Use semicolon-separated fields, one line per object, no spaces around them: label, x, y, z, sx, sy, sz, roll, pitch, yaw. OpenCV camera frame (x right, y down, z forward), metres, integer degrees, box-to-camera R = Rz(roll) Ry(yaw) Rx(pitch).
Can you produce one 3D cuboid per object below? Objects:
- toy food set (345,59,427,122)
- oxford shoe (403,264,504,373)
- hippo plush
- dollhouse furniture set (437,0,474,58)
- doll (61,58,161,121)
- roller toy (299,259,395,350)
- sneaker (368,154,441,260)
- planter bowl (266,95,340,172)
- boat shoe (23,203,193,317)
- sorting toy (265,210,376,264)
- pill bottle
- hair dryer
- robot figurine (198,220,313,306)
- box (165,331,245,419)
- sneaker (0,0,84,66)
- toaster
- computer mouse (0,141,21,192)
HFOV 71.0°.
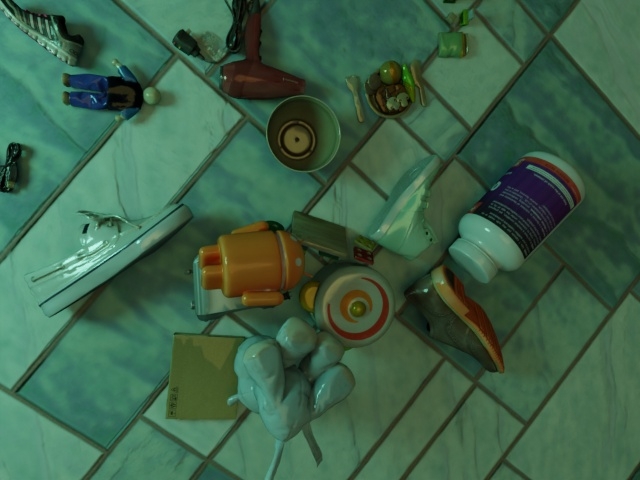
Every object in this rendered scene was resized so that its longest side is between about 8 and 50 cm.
toy food set;0.168;-0.361;1.078;0.192;0.038;0.132;-18;99;-10
oxford shoe;0.350;0.219;1.150;0.132;0.130;0.364;-30;110;25
hippo plush;-0.075;0.313;0.992;0.234;0.236;0.294;-8;87;-27
dollhouse furniture set;0.331;-0.526;1.089;0.076;0.058;0.152;-4;96;-12
doll;-0.437;-0.316;0.948;0.189;0.046;0.129;3;95;-12
roller toy;0.069;0.144;1.048;0.191;0.146;0.209;-37;101;-7
sneaker;0.244;-0.074;1.097;0.151;0.094;0.256;35;89;-16
planter bowl;-0.045;-0.231;1.008;0.162;0.109;0.162;-1;95;-11
boat shoe;-0.454;-0.003;0.939;0.367;0.136;0.156;-33;98;2
sorting toy;0.000;0.000;1.036;0.274;0.132;0.046;18;118;-10
pill bottle;0.470;-0.053;1.099;0.323;0.181;0.181;-44;102;-5
hair dryer;-0.151;-0.417;0.984;0.293;0.080;0.223;42;85;-13
robot figurine;-0.126;0.043;0.887;0.219;0.158;0.128;-5;112;-18
box;-0.269;0.320;1.054;0.164;0.021;0.201;6;93;-14
sneaker;-0.555;-0.434;0.904;0.170;0.063;0.075;38;87;-18
toaster;-0.181;0.083;0.999;0.227;0.129;0.146;-10;95;-13
computer mouse;-0.716;-0.159;0.906;0.193;0.042;0.106;7;98;-18
